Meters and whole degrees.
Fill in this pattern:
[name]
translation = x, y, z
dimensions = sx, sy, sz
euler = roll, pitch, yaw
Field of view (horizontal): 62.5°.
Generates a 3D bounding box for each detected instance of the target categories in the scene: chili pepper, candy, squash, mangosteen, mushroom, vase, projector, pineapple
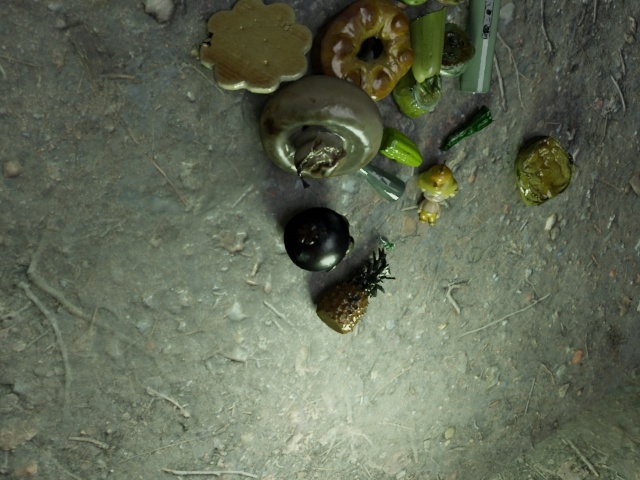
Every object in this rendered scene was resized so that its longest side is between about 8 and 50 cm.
[chili pepper]
translation = 0.533, -0.398, 1.939
dimensions = 0.227, 0.059, 0.088
euler = -39, 135, -5
[candy]
translation = 0.284, -0.312, 1.824
dimensions = 0.210, 0.097, 0.096
euler = 23, 97, -40
[squash]
translation = 0.323, -0.588, 1.666
dimensions = 0.137, 0.137, 0.287
euler = 7, 86, -29
[mangosteen]
translation = 0.000, 0.000, 1.736
dimensions = 0.243, 0.243, 0.242
euler = -10, 113, -24
[mushroom]
translation = 0.002, -0.294, 1.525
dimensions = 0.362, 0.362, 0.294
euler = 24, 55, -32
[vase]
translation = 0.192, -0.219, 1.819
dimensions = 0.214, 0.086, 0.086
euler = 31, 93, -28
[projector]
translation = 0.547, -0.680, 1.804
dimensions = 0.108, 0.108, 0.337
euler = -9, 114, -24
[pineapple]
translation = 0.139, 0.175, 1.913
dimensions = 0.340, 0.169, 0.169
euler = -49, 123, -16

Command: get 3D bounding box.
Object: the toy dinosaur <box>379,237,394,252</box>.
[toy dinosaur]
translation = 0.251, 0.011, 1.970
dimensions = 0.062, 0.021, 0.083
euler = -22, 122, -26

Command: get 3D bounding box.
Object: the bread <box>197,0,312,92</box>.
[bread]
translation = -0.175, -0.528, 1.434
dimensions = 0.316, 0.054, 0.315
euler = 1, 71, -3

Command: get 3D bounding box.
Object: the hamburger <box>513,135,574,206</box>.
[hamburger]
translation = 0.887, -0.281, 2.122
dimensions = 0.266, 0.134, 0.284
euler = -32, 114, -10

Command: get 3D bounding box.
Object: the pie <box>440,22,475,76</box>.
[pie]
translation = 0.425, -0.635, 1.750
dimensions = 0.187, 0.041, 0.186
euler = 1, 81, -3

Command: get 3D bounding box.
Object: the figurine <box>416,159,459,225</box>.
[figurine]
translation = 0.423, -0.175, 1.936
dimensions = 0.156, 0.131, 0.246
euler = 19, 121, 8

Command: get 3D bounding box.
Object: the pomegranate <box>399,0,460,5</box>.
[pomegranate]
translation = 0.311, -0.809, 1.589
dimensions = 0.277, 0.204, 0.221
euler = 13, 111, -49

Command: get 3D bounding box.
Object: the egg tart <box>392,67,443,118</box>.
[egg tart]
translation = 0.343, -0.512, 1.783
dimensions = 0.197, 0.078, 0.197
euler = -9, 110, -27

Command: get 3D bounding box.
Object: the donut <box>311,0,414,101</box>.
[donut]
translation = 0.130, -0.577, 1.604
dimensions = 0.317, 0.150, 0.299
euler = -9, 113, -23
